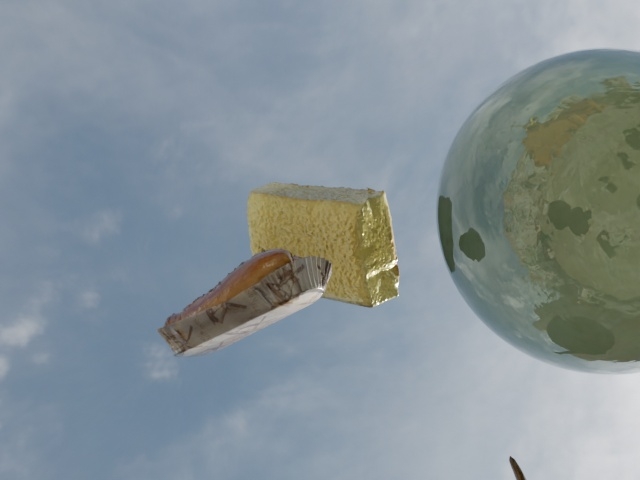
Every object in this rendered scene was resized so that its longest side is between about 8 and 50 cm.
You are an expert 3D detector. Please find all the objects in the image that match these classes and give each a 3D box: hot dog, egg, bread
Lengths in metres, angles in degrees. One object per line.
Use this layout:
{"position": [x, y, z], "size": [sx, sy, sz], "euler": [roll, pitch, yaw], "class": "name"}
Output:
{"position": [-0.076, 0.062, 0.832], "size": [0.191, 0.108, 0.059], "euler": [-30, -110, 28], "class": "hot dog"}
{"position": [0.239, -0.026, 0.742], "size": [0.276, 0.389, 0.276], "euler": [1, -84, 12], "class": "egg"}
{"position": [-0.001, 0.000, 0.991], "size": [0.068, 0.188, 0.125], "euler": [-20, -70, -45], "class": "bread"}

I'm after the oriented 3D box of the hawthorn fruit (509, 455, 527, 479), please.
{"position": [0.152, 0.314, 0.716], "size": [0.210, 0.210, 0.262], "euler": [24, -109, -5], "class": "hawthorn fruit"}
